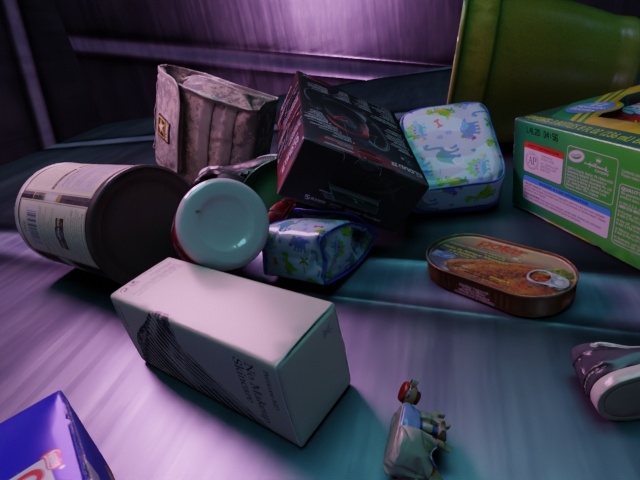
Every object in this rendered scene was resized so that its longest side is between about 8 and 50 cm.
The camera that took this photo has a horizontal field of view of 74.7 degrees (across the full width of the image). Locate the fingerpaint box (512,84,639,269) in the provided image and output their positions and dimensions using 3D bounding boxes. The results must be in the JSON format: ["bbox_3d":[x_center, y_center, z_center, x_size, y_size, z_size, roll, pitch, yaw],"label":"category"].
[{"bbox_3d":[0.543,-0.091,0.524,0.370,0.163,0.445,-16,28,-7],"label":"fingerpaint box"}]

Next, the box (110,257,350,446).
[{"bbox_3d":[-0.109,0.107,0.471,0.274,0.113,0.094,9,34,37],"label":"box"}]

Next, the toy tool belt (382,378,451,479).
[{"bbox_3d":[0.086,0.166,0.357,0.051,0.052,0.083,26,38,3],"label":"toy tool belt"}]

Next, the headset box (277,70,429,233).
[{"bbox_3d":[0.042,-0.151,0.719,0.217,0.110,0.293,16,37,-20],"label":"headset box"}]

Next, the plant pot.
[{"bbox_3d":[0.478,-0.376,0.946,0.352,0.367,0.367,10,32,14],"label":"plant pot"}]

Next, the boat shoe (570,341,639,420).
[{"bbox_3d":[0.325,0.094,0.359,0.205,0.075,0.065,-15,27,6],"label":"boat shoe"}]

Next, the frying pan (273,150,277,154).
[{"bbox_3d":[-0.018,-0.216,1.111,0.197,0.053,0.326,-16,29,-7],"label":"frying pan"}]

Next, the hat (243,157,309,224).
[{"bbox_3d":[-0.052,-0.039,0.796,0.208,0.173,0.184,-15,63,-16],"label":"hat"}]

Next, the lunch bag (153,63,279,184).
[{"bbox_3d":[-0.266,-0.252,0.980,0.286,0.236,0.169,20,33,6],"label":"lunch bag"}]

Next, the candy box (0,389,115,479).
[{"bbox_3d":[-0.246,0.270,0.204,0.317,0.122,0.268,-29,31,-28],"label":"candy box"}]

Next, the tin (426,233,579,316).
[{"bbox_3d":[0.227,0.039,0.544,0.106,0.040,0.189,-33,34,-28],"label":"tin"}]

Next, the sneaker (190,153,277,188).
[{"bbox_3d":[-0.159,-0.120,0.850,0.234,0.078,0.106,-6,22,13],"label":"sneaker"}]

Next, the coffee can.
[{"bbox_3d":[-0.381,-0.038,0.755,0.275,0.202,0.201,9,34,35],"label":"coffee can"}]

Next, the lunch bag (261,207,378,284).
[{"bbox_3d":[0.000,0.000,0.658,0.128,0.097,0.151,7,19,37],"label":"lunch bag"}]

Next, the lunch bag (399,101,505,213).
[{"bbox_3d":[0.233,-0.155,0.778,0.175,0.090,0.219,-6,55,11],"label":"lunch bag"}]

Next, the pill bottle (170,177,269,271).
[{"bbox_3d":[-0.160,-0.009,0.627,0.121,0.121,0.221,-25,2,-23],"label":"pill bottle"}]
